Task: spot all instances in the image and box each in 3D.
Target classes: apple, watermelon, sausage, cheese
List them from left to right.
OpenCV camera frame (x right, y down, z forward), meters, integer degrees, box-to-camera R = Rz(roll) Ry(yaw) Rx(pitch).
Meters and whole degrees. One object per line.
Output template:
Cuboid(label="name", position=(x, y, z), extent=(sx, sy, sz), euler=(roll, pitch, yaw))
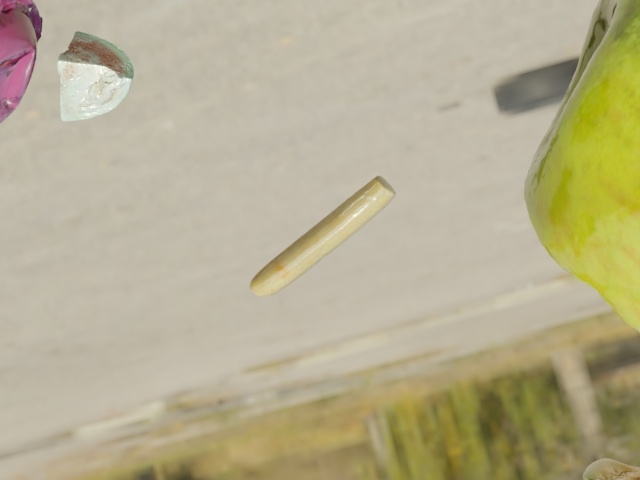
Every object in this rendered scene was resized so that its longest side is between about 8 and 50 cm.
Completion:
Cuboid(label="cheese", position=(-0.274, -0.165, 1.547), extent=(0.155, 0.062, 0.244), euler=(-34, 155, -50))
Cuboid(label="watermelon", position=(-0.203, -0.146, 1.666), extent=(0.085, 0.085, 0.061), euler=(-19, 157, 36))
Cuboid(label="sausage", position=(0.000, 0.000, 1.386), extent=(0.132, 0.024, 0.024), euler=(-40, 165, 19))
Cuboid(label="apple", position=(0.206, -0.024, 0.846), extent=(0.226, 0.246, 0.246), euler=(19, 166, -9))

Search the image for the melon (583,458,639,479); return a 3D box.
Cuboid(label="melon", position=(0.259, 0.209, 1.429), extent=(0.160, 0.079, 0.128), euler=(2, 178, 45))
